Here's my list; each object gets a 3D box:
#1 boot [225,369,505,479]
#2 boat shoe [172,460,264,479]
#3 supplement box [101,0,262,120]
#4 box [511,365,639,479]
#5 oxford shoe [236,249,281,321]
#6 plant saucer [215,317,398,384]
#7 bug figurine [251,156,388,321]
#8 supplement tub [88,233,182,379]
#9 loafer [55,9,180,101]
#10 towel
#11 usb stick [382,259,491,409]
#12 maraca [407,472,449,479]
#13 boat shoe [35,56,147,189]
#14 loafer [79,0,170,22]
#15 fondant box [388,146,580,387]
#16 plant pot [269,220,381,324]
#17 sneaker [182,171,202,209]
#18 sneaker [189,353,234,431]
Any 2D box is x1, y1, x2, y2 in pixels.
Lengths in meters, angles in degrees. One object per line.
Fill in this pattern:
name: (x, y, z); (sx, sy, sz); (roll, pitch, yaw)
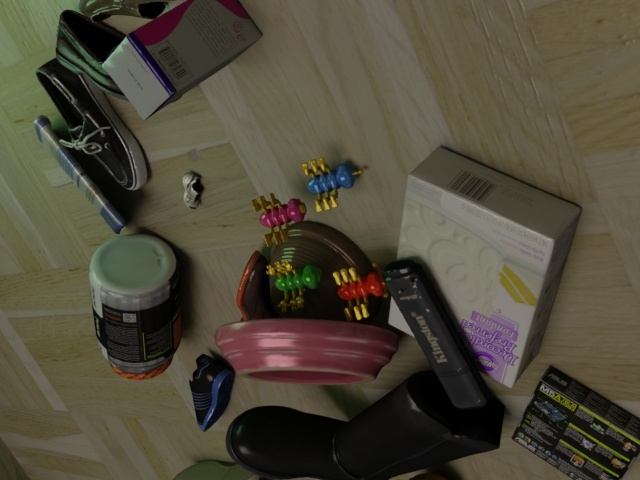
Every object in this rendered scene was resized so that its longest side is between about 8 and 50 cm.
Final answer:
boot: (0.071, 0.352, 1.755); (0.367, 0.146, 0.445); (15, 153, -23)
boat shoe: (-0.258, 0.637, 2.430); (0.324, 0.116, 0.096); (-13, 110, 42)
supplement box: (-0.216, -0.302, 1.487); (0.111, 0.220, 0.114); (54, 143, -7)
box: (0.430, 0.323, 1.569); (0.191, 0.045, 0.184); (31, 137, 21)
oxford shoe: (-0.108, 0.122, 1.875); (0.098, 0.097, 0.271); (15, 141, 10)
plant saucer: (-0.025, 0.207, 1.694); (0.332, 0.084, 0.332); (2, 165, 1)
bug figurine: (0.000, 0.000, 1.599); (0.216, 0.072, 0.279); (-12, 99, 23)
supplement tub: (-0.405, 0.155, 2.082); (0.194, 0.193, 0.316); (29, 138, 22)
loafer: (-0.375, -0.333, 1.705); (0.303, 0.109, 0.095); (27, 133, 28)
towel: (-0.505, -0.137, 1.989); (0.285, 0.034, 0.209); (52, 167, -6)
usb stick: (0.186, 0.153, 1.495); (0.077, 0.045, 0.278); (-11, 115, 48)
maraca: (0.204, 0.509, 1.865); (0.127, 0.099, 0.186); (-31, 139, 25)
boat shoe: (-0.458, -0.222, 1.874); (0.113, 0.105, 0.306); (-1, 121, 44)
loafer: (-0.318, -0.407, 1.590); (0.251, 0.094, 0.087); (-9, 112, 46)
fondant box: (0.242, 0.047, 1.463); (0.238, 0.096, 0.330); (27, 139, 24)
plant pot: (-0.015, 0.091, 1.730); (0.237, 0.110, 0.237); (25, 136, 27)
sneaker: (-0.249, -0.093, 1.849); (0.037, 0.032, 0.083); (21, 136, 30)
sneaker: (-0.268, 0.358, 2.229); (0.090, 0.081, 0.232); (36, 134, 18)
